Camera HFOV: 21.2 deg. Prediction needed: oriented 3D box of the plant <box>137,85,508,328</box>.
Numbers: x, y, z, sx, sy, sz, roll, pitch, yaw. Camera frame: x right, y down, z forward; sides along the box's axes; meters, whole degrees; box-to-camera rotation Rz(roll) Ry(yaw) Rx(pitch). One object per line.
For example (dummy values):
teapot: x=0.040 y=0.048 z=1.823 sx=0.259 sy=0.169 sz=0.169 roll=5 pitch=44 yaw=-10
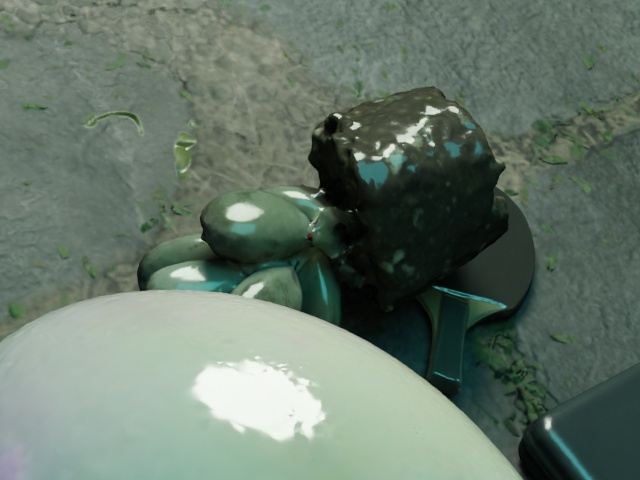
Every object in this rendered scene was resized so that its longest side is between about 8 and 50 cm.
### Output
plant: x=0.000 y=-0.001 z=1.258 sx=0.274 sy=0.149 sz=0.146 roll=-31 pitch=25 yaw=-19

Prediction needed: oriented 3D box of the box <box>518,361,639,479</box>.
box: x=0.275 y=0.162 z=1.288 sx=0.230 sy=0.050 sz=0.160 roll=-23 pitch=64 yaw=-33

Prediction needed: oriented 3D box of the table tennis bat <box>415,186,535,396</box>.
table tennis bat: x=0.106 y=0.028 z=1.350 sx=0.130 sy=0.019 sz=0.220 roll=17 pitch=49 yaw=-6

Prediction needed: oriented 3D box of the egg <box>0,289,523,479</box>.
egg: x=-0.080 y=0.185 z=0.961 sx=0.354 sy=0.354 sz=0.340 roll=-19 pitch=46 yaw=-31
